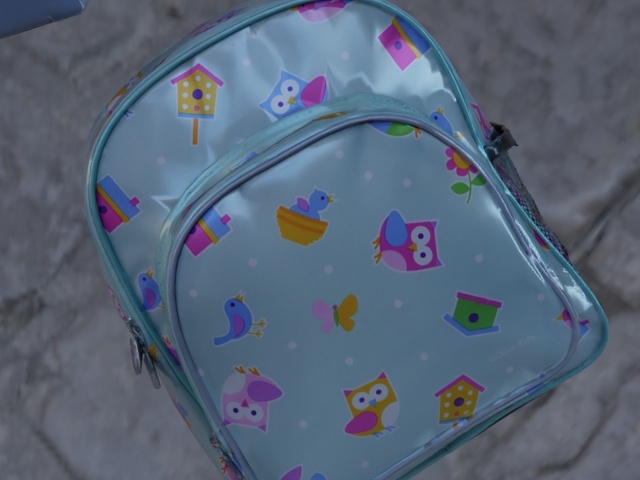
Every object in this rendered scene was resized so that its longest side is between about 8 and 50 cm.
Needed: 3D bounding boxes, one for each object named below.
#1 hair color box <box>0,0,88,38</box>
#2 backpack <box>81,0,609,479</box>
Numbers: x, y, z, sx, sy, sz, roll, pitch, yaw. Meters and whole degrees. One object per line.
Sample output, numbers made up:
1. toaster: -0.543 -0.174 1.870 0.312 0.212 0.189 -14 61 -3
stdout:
1. hair color box: -0.220 -0.233 1.175 0.185 0.113 0.374 -17 30 12
2. backpack: 0.000 0.000 0.726 0.166 0.144 0.188 -32 94 2
